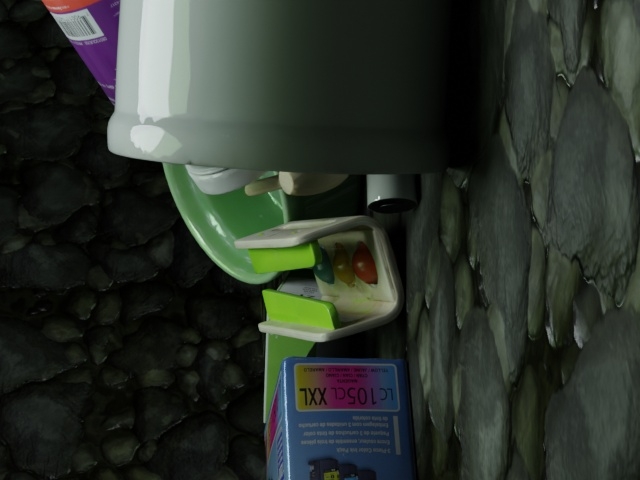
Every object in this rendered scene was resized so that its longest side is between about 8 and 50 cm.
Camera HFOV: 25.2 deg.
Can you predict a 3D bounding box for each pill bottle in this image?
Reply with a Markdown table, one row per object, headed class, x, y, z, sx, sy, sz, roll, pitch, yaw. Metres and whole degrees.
| class | x | y | z | sx | sy | sz | roll | pitch | yaw |
| --- | --- | --- | --- | --- | --- | --- | --- | --- | --- |
| pill bottle | -0.161 | -0.212 | 1.569 | 0.323 | 0.182 | 0.181 | 58 | -169 | -29 |

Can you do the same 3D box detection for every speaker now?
| class | x | y | z | sx | sy | sz | roll | pitch | yaw |
| --- | --- | --- | --- | --- | --- | --- | --- | --- | --- |
| speaker | 0.075 | -0.099 | 1.552 | 0.055 | 0.055 | 0.136 | 110 | 158 | -71 |

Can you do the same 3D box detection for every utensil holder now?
| class | x | y | z | sx | sy | sz | roll | pitch | yaw |
| --- | --- | --- | --- | --- | --- | --- | --- | --- | --- |
| utensil holder | -0.032 | -0.266 | 1.344 | 0.327 | 0.328 | 0.385 | -135 | 47 | -80 |

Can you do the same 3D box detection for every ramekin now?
| class | x | y | z | sx | sy | sz | roll | pitch | yaw |
| --- | --- | --- | --- | --- | --- | --- | --- | --- | --- |
| ramekin | -0.080 | -0.105 | 1.986 | 0.303 | 0.148 | 0.303 | 35 | 138 | 40 |

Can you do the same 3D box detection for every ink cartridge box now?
| class | x | y | z | sx | sy | sz | roll | pitch | yaw |
| --- | --- | --- | --- | --- | --- | --- | --- | --- | --- |
| ink cartridge box | -0.031 | 0.173 | 1.918 | 0.255 | 0.097 | 0.188 | -54 | -30 | -63 |
| ink cartridge box | 0.023 | 0.360 | 1.600 | 0.270 | 0.151 | 0.395 | 103 | 164 | -62 |

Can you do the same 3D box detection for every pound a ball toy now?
| class | x | y | z | sx | sy | sz | roll | pitch | yaw |
| --- | --- | --- | --- | --- | --- | --- | --- | --- | --- |
| pound a ball toy | 0.000 | 0.000 | 1.691 | 0.319 | 0.136 | 0.208 | 175 | 79 | -72 |
